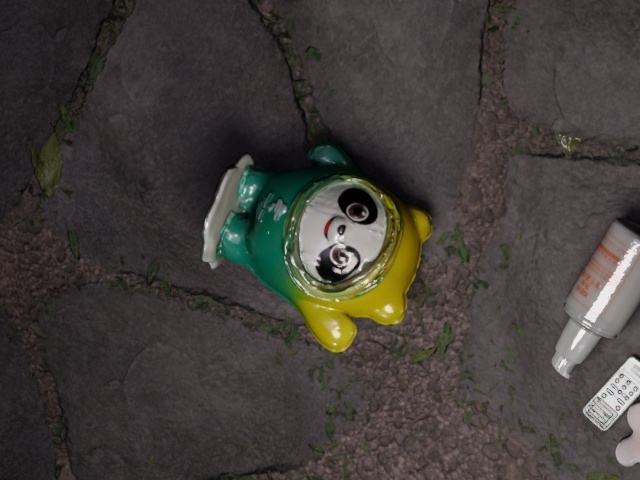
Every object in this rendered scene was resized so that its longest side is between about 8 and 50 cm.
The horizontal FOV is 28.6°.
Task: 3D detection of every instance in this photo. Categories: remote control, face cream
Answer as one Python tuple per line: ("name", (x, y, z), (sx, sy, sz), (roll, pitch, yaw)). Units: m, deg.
("remote control", (0.459, 0.235, 1.934), (0.053, 0.018, 0.124), (44, 110, 15))
("face cream", (0.422, 0.094, 1.891), (0.101, 0.101, 0.252), (34, 108, 16))

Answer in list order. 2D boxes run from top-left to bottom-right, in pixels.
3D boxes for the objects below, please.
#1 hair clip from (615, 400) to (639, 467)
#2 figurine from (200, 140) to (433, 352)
("hair clip", (0.544, 0.270, 1.841), (0.075, 0.146, 0.257), (25, 136, -24))
("figurine", (0.000, 0.000, 2.008), (0.340, 0.231, 0.324), (19, 77, 13))
